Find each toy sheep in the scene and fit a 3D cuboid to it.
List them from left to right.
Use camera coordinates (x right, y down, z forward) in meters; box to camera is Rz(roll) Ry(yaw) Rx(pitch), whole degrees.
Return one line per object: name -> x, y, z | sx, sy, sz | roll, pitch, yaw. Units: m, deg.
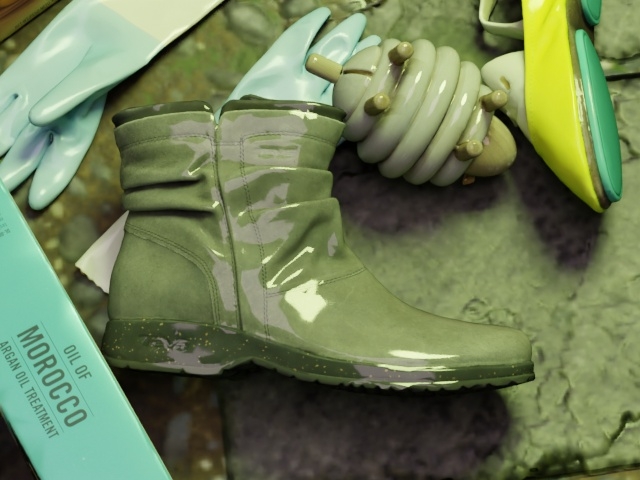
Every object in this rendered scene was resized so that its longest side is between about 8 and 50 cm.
toy sheep -> 0.052, -0.075, 1.109 | 0.132, 0.091, 0.091 | 30, 71, -9

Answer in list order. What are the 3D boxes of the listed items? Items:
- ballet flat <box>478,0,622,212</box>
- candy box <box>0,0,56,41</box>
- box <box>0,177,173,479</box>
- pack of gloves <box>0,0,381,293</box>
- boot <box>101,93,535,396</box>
ballet flat -> 0.131, -0.117, 1.143 | 0.077, 0.077, 0.231 | -9, 65, 20
candy box -> -0.231, -0.138, 1.129 | 0.186, 0.109, 0.053 | -39, 73, -14
box -> -0.144, 0.080, 1.048 | 0.060, 0.100, 0.244 | -28, 71, -11
pack of gloves -> -0.084, -0.086, 1.141 | 0.195, 0.046, 0.232 | 35, 74, 14
boot -> 0.000, 0.000, 1.065 | 0.246, 0.083, 0.161 | 6, 84, 3
